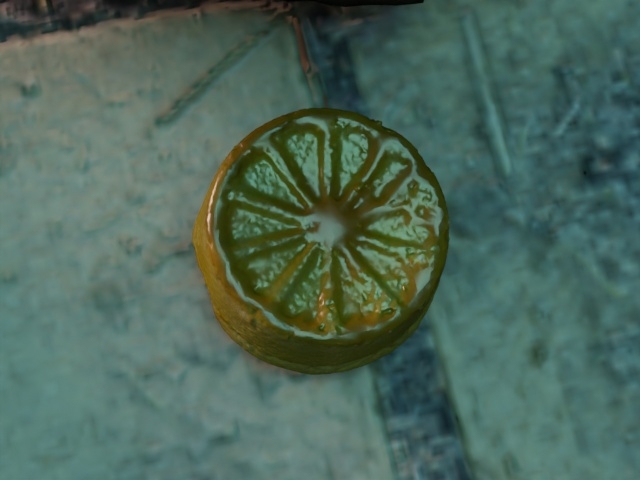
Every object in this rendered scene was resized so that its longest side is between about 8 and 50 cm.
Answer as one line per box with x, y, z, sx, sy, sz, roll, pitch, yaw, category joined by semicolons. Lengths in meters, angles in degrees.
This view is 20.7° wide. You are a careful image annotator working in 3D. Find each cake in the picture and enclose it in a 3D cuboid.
0.000;0.000;0.559;0.084;0.044;0.084;1;78;-6;cake

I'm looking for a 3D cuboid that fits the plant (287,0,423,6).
0.012;-0.183;0.517;0.312;0.215;0.213;2;74;-8;plant
